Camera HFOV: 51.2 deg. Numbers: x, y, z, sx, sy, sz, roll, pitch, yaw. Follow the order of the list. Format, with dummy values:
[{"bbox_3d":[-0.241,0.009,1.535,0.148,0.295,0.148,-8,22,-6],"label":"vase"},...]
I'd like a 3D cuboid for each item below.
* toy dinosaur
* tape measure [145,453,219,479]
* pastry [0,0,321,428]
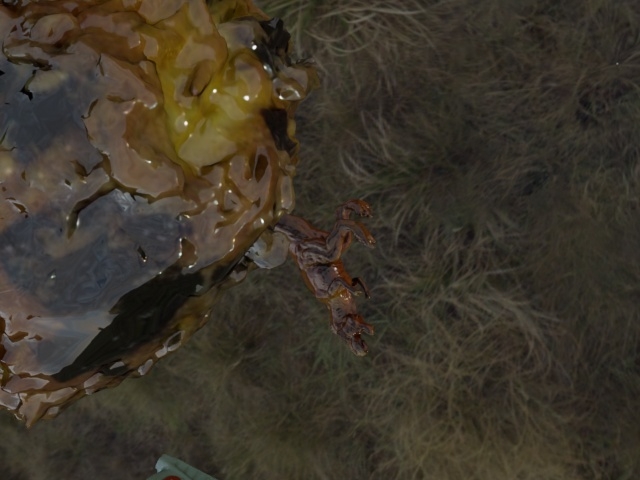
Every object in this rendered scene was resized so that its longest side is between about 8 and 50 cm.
[{"bbox_3d":[0.000,0.000,1.236,0.208,0.097,0.432,-42,75,19],"label":"toy dinosaur"},{"bbox_3d":[-0.263,0.559,1.328,0.243,0.246,0.125,22,103,9],"label":"tape measure"},{"bbox_3d":[-0.206,-0.033,0.516,0.405,0.337,0.292,-13,143,32],"label":"pastry"}]
